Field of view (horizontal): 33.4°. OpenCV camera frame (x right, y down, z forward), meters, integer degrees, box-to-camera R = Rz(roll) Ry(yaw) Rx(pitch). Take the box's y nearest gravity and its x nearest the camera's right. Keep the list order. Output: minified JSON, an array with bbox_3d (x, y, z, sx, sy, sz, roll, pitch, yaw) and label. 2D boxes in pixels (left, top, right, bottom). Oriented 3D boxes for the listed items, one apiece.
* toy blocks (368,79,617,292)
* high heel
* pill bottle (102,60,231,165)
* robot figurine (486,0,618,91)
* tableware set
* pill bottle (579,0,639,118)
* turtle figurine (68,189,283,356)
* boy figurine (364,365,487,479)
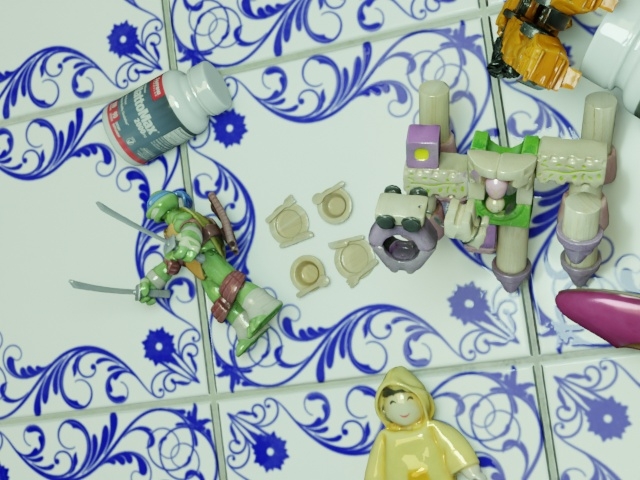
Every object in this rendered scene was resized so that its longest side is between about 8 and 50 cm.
[{"bbox_3d":[0.231,-0.017,1.388,0.288,0.309,0.260,7,132,13],"label":"toy blocks"},{"bbox_3d":[0.461,0.183,1.336,0.377,0.127,0.181,18,83,11],"label":"high heel"},{"bbox_3d":[-0.233,-0.199,1.636,0.180,0.108,0.108,-27,79,16],"label":"pill bottle"},{"bbox_3d":[0.292,-0.288,1.373,0.085,0.291,0.211,23,109,-6],"label":"robot figurine"},{"bbox_3d":[0.000,0.000,1.588,0.141,0.020,0.169,-25,79,17],"label":"tableware set"},{"bbox_3d":[0.473,-0.196,1.301,0.283,0.161,0.161,32,98,15],"label":"pill bottle"},{"bbox_3d":[-0.205,0.063,1.555,0.266,0.274,0.198,44,117,8],"label":"turtle figurine"},{"bbox_3d":[0.142,0.317,1.486,0.177,0.092,0.285,-8,88,22],"label":"boy figurine"}]
